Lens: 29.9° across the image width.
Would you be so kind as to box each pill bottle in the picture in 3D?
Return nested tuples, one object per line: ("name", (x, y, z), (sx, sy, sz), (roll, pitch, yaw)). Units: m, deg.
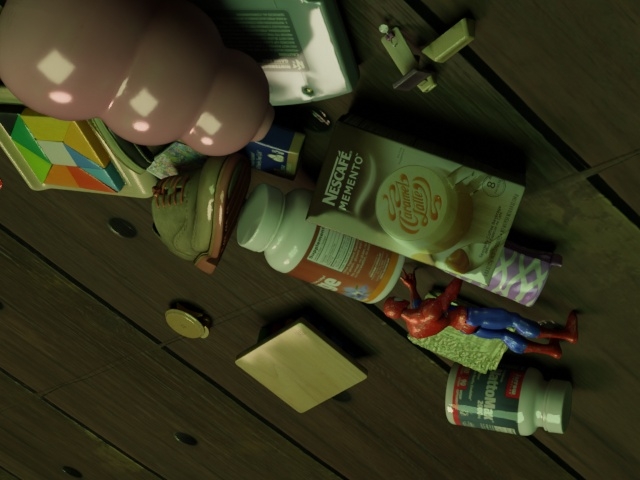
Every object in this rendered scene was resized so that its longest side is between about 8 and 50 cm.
("pill bottle", (0.000, 0.000, 1.655), (0.216, 0.121, 0.121), (21, 148, -22))
("pill bottle", (0.294, 0.245, 1.863), (0.180, 0.108, 0.108), (6, 142, 22))

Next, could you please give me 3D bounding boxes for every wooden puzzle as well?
("wooden puzzle", (-0.384, -0.142, 1.789), (0.238, 0.044, 0.221), (3, 140, 27))

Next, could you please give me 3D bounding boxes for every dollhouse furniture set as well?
("dollhouse furniture set", (0.129, -0.239, 1.401), (0.114, 0.091, 0.081), (-36, 75, 27))

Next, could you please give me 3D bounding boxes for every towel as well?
("towel", (0.214, 0.137, 1.812), (0.148, 0.027, 0.110), (21, 124, -1))

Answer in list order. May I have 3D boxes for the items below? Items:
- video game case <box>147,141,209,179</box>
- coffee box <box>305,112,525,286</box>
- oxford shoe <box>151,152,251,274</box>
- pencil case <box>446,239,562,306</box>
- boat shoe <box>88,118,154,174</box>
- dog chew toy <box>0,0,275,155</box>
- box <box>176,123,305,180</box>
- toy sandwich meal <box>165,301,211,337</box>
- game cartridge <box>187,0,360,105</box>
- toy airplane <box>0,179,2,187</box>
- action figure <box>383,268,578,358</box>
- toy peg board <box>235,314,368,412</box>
("video game case", (-0.192, -0.109, 1.744), (0.087, 0.011, 0.122), (31, 145, -24))
("coffee box", (0.121, -0.054, 1.522), (0.246, 0.098, 0.141), (19, 105, 5))
("oxford shoe", (-0.182, -0.044, 1.690), (0.130, 0.123, 0.348), (24, 157, -3))
("pencil case", (0.216, 0.014, 1.628), (0.206, 0.086, 0.088), (24, 123, -3))
("boat shoe", (-0.285, -0.186, 1.646), (0.073, 0.080, 0.223), (-32, 125, 3))
("dog chew toy", (-0.207, -0.205, 1.394), (0.331, 0.207, 0.206), (26, 146, -17))
("box", (-0.134, -0.145, 1.601), (0.225, 0.037, 0.136), (20, 168, 1))
("toy sandwich meal", (-0.230, 0.139, 2.092), (0.085, 0.029, 0.086), (19, 146, 14))
("game cartridge", (-0.105, -0.252, 1.479), (0.297, 0.062, 0.198), (5, 146, 24))
("toy airplane", (-0.602, -0.097, 1.986), (0.151, 0.028, 0.151), (14, 144, 10))
("action figure", (0.220, 0.085, 1.726), (0.280, 0.139, 0.091), (7, 145, -16))
("toy peg board", (-0.028, 0.189, 2.018), (0.160, 0.079, 0.161), (-33, 119, 33))
